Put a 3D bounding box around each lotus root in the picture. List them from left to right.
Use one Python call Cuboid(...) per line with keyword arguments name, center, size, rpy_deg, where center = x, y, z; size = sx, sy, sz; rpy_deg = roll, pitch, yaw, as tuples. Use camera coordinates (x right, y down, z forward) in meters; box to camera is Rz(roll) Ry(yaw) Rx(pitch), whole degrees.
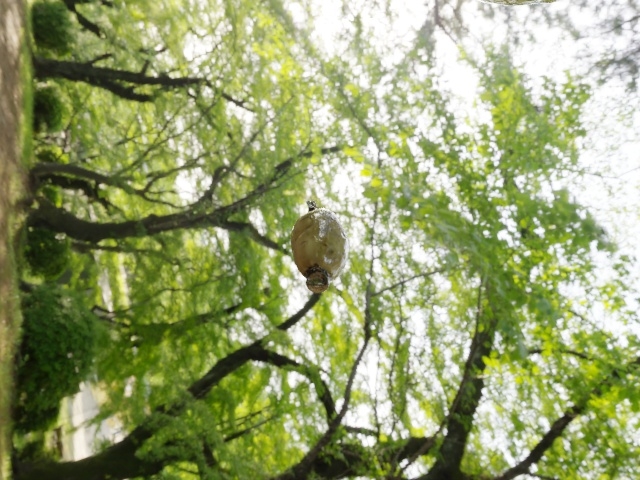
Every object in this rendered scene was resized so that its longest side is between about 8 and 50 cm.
Cuboid(name="lotus root", center=(0.000, 0.000, 0.661), size=(0.152, 0.072, 0.063), rpy_deg=(-98, -164, -47))

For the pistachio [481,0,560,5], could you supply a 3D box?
Cuboid(name="pistachio", center=(0.125, -0.325, 0.484), size=(0.187, 0.299, 0.188), rpy_deg=(-48, -148, 43))
